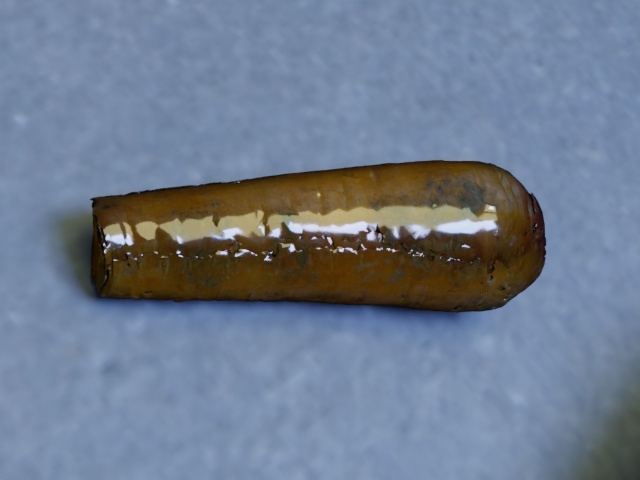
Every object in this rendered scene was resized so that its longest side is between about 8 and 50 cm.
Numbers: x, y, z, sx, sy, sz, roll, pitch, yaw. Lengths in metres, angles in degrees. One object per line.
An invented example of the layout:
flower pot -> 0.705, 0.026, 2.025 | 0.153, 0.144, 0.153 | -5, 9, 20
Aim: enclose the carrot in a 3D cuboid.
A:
carrot -> 0.000, 0.000, 0.493 | 0.161, 0.055, 0.055 | -1, 63, -14
